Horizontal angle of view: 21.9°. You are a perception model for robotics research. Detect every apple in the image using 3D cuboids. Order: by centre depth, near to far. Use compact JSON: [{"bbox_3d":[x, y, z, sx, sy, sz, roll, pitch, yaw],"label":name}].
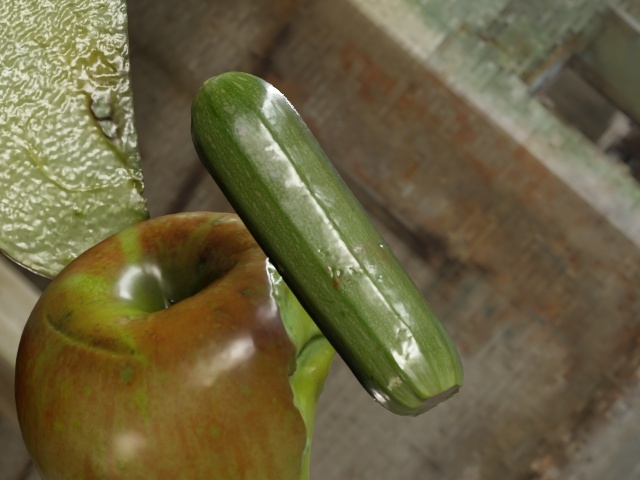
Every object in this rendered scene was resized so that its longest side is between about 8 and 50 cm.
[{"bbox_3d":[-0.080,0.108,1.125,0.246,0.246,0.226,-45,-46,-38],"label":"apple"},{"bbox_3d":[-0.254,-0.130,1.645,0.179,0.346,0.254,-8,-4,30],"label":"apple"}]

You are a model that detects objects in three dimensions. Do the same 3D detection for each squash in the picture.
[{"bbox_3d":[0.000,0.000,0.935,0.066,0.229,0.066,-33,-13,-9],"label":"squash"}]
